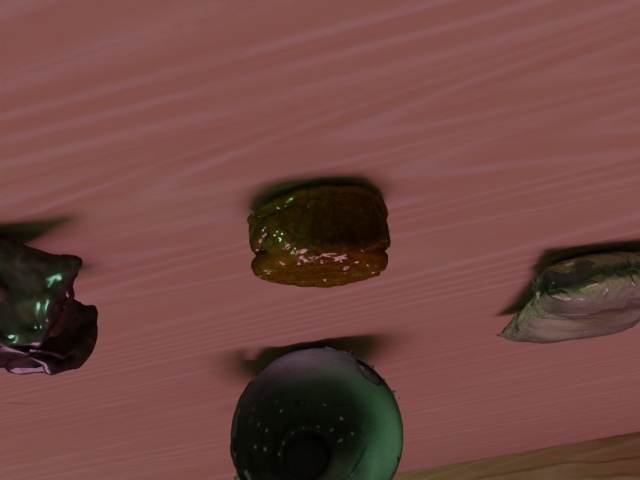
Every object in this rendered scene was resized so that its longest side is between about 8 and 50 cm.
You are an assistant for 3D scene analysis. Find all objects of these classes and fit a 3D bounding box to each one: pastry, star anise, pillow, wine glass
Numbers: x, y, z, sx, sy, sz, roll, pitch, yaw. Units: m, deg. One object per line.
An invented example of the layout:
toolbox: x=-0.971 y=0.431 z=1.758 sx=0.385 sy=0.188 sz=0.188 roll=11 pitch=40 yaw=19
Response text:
pastry: x=0.000 y=0.000 z=0.728 sx=0.097 sy=0.057 sz=0.109 roll=-16 pitch=159 yaw=26
star anise: x=-0.266 y=0.065 z=0.750 sx=0.214 sy=0.099 sz=0.220 roll=9 pitch=157 yaw=-18
pillow: x=0.259 y=0.058 z=1.018 sx=0.148 sy=0.050 sz=0.229 roll=-3 pitch=164 yaw=-2
wine glass: x=-0.011 y=0.240 z=1.230 sx=0.191 sy=0.190 sz=0.357 roll=-6 pitch=164 yaw=-6
